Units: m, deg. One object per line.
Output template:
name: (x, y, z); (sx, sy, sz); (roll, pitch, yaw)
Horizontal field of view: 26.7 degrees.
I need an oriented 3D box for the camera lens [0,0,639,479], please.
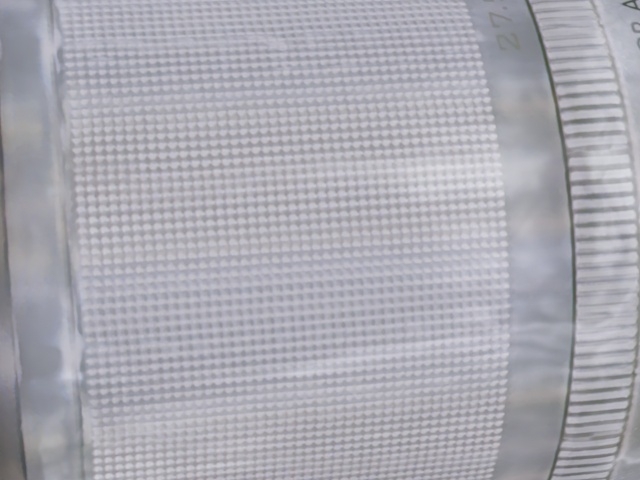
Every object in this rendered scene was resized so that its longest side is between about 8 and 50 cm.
camera lens: (0.000, 0.000, 0.475); (0.219, 0.274, 0.219); (176, -90, -79)
